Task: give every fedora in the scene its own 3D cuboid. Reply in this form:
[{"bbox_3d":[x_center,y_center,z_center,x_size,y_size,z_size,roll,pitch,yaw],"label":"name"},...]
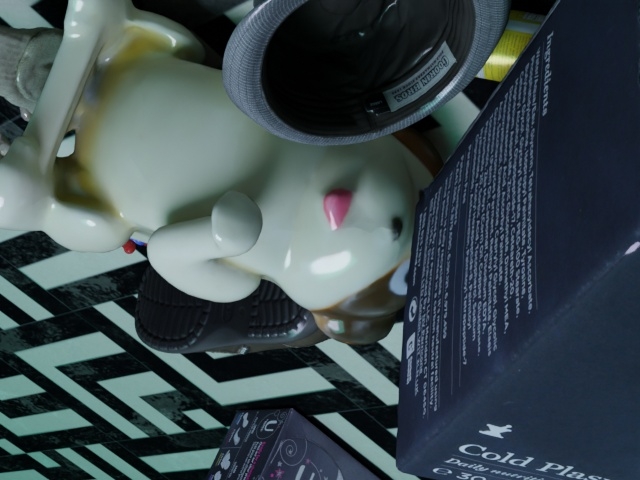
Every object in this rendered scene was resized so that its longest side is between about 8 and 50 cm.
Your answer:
[{"bbox_3d":[0.026,-0.197,1.129,0.243,0.124,0.275,-20,154,2],"label":"fedora"}]

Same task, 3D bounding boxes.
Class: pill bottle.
[{"bbox_3d":[0.181,-0.169,1.213,0.116,0.065,0.065,14,148,19],"label":"pill bottle"}]

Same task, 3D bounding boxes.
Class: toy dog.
[{"bbox_3d":[-0.076,-0.044,1.391,0.407,0.285,0.395,20,162,8],"label":"toy dog"}]

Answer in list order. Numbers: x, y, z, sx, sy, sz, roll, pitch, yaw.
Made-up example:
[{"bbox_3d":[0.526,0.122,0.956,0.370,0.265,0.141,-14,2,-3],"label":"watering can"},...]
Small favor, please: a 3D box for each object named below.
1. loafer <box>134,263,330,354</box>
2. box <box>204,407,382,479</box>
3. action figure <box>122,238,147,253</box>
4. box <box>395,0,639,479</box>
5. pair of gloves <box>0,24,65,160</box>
[{"bbox_3d":[-0.100,0.095,1.754,0.365,0.134,0.130,3,168,45],"label":"loafer"},{"bbox_3d":[-0.037,0.393,2.143,0.142,0.163,0.247,-12,134,48],"label":"box"},{"bbox_3d":[-0.263,-0.080,1.662,0.091,0.139,0.280,6,167,23],"label":"action figure"},{"bbox_3d":[0.360,0.023,1.062,0.479,0.298,0.472,13,149,-10],"label":"box"},{"bbox_3d":[-0.327,-0.117,1.447,0.042,0.240,0.204,34,-158,32],"label":"pair of gloves"}]
